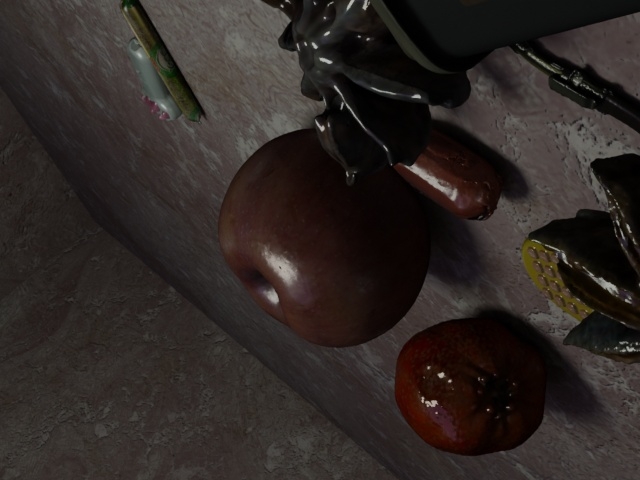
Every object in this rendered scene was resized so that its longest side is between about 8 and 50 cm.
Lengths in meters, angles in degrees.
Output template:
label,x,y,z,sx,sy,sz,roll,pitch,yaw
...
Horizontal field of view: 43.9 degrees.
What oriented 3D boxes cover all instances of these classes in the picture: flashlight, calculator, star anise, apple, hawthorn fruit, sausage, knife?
label,x,y,z,sx,sy,sz,roll,pitch,yaw
flashlight,-0.305,-0.290,1.442,0.093,0.047,0.200,39,161,22
calculator,0.309,0.056,0.839,0.235,0.032,0.146,27,154,49
star anise,0.327,0.049,0.639,0.331,0.117,0.332,35,150,24
star anise,0.037,-0.217,0.741,0.316,0.139,0.360,35,144,40
apple,0.000,0.000,1.077,0.305,0.235,0.306,42,161,18
hawthorn fruit,0.202,0.204,1.139,0.205,0.205,0.253,49,169,-8
sausage,0.140,-0.075,0.876,0.141,0.076,0.076,38,160,28
knife,0.230,-0.118,0.664,0.222,0.021,0.045,42,164,11
sausage,-0.270,-0.304,1.358,0.032,0.033,0.269,26,153,46

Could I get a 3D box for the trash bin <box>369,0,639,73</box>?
label,x,y,z,sx,sy,sz,roll,pitch,yaw
trash bin,0.118,-0.222,0.459,0.290,0.182,0.209,5,135,55
